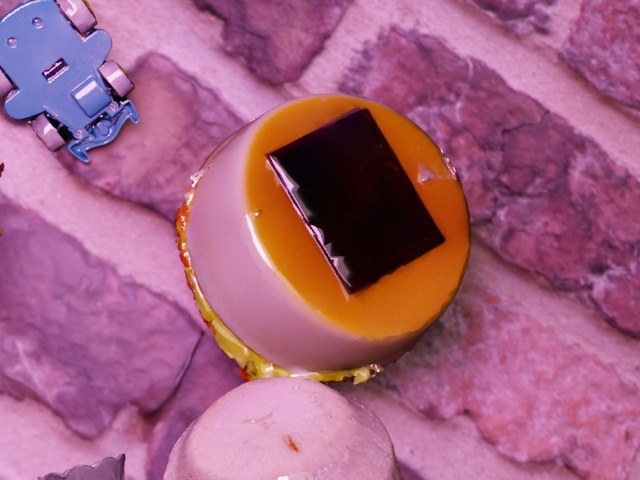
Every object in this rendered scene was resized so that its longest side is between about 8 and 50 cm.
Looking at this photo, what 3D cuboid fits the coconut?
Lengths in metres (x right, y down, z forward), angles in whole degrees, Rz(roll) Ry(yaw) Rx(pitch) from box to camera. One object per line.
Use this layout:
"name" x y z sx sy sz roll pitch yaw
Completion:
"coconut" -0.024 0.242 1.299 0.224 0.224 0.234 -38 126 -27

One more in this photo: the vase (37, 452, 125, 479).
"vase" -0.191 0.268 1.309 0.081 0.081 0.148 -12 83 -24

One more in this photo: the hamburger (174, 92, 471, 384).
"hamburger" 0.000 0.000 1.432 0.294 0.179 0.276 -32 87 -30

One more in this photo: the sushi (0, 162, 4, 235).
"sushi" -0.469 -0.043 1.234 0.417 0.176 0.417 22 52 -32

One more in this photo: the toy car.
"toy car" -0.254 -0.166 1.457 0.126 0.098 0.161 -39 118 -1
